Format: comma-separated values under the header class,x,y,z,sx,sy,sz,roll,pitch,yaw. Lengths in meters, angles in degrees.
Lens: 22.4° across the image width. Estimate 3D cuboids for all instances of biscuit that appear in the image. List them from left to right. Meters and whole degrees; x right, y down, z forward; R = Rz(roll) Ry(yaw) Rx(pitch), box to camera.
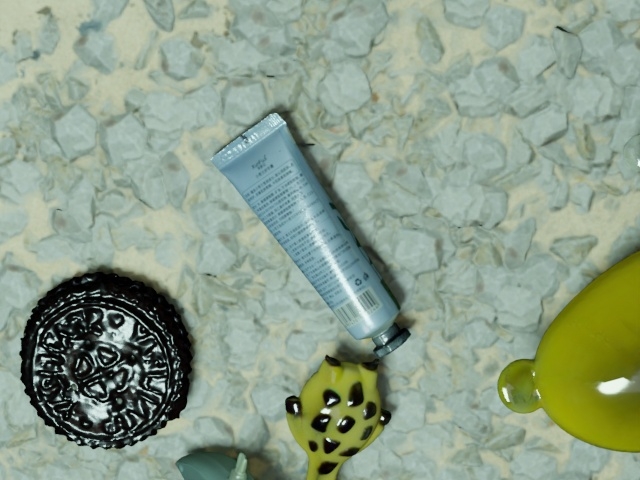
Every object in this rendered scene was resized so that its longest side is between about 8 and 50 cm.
class,x,y,z,sx,sy,sz,roll,pitch,yaw
biscuit,-0.229,0.128,1.713,0.194,0.053,0.194,1,104,5

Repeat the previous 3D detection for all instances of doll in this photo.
class,x,y,z,sx,sy,sz,roll,pitch,yaw
doll,0.001,0.257,1.711,0.117,0.086,0.291,10,105,-11
doll,0.419,0.068,1.601,0.423,0.161,0.348,17,92,-1

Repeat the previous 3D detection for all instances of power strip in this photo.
class,x,y,z,sx,sy,sz,roll,pitch,yaw
power strip,-0.095,0.333,1.711,0.054,0.167,0.253,-10,110,-35

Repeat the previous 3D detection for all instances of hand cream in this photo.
class,x,y,z,sx,sy,sz,roll,pitch,yaw
hand cream,0.000,0.000,1.665,0.091,0.058,0.271,-34,96,23
